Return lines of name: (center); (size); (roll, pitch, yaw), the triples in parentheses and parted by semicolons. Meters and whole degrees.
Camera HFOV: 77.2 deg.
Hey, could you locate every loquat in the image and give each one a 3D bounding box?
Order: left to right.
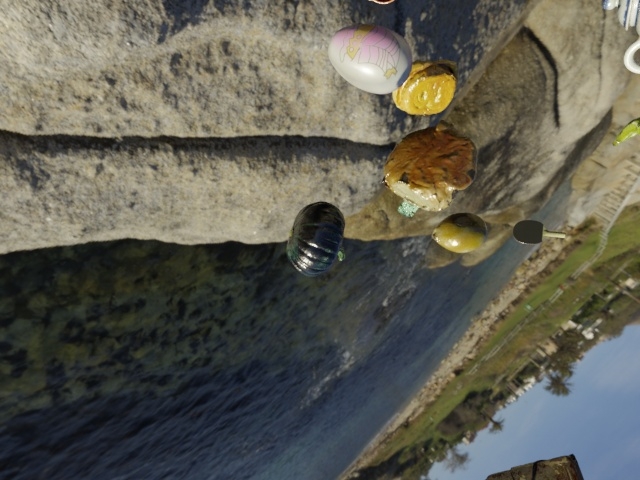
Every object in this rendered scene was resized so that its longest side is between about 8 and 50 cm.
loquat: (0.506, -0.027, 1.460); (0.195, 0.152, 0.152); (1, 147, 4)

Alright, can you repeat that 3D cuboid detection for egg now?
egg: (0.157, -0.579, 1.267); (0.196, 0.271, 0.196); (-58, -175, 7)

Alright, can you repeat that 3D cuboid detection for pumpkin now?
pumpkin: (-0.012, -0.005, 1.003); (0.150, 0.194, 0.194); (-2, 145, 0)

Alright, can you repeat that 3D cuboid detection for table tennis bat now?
table tennis bat: (0.727, -0.025, 1.338); (0.013, 0.156, 0.087); (43, 59, -58)

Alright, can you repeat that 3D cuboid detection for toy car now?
toy car: (0.473, -0.196, 2.046); (0.186, 0.093, 0.058); (-56, -177, 45)

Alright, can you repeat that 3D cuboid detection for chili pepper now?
chili pepper: (0.704, -0.247, 0.895); (0.043, 0.049, 0.208); (-16, -178, 22)

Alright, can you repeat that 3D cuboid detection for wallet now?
wallet: (0.413, 0.503, 0.782); (0.031, 0.122, 0.232); (19, 135, -17)

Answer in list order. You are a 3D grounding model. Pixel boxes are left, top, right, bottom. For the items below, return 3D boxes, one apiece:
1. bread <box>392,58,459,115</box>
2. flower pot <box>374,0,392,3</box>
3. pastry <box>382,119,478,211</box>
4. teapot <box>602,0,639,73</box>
bread: (0.381, -0.551, 1.450); (0.236, 0.120, 0.198); (-4, 146, -1)
flower pot: (0.208, -0.854, 1.250); (0.173, 0.191, 0.190); (-62, 173, -50)
pastry: (0.258, -0.174, 0.967); (0.229, 0.218, 0.100); (-6, 154, 21)
teapot: (0.954, -0.682, 1.118); (0.252, 0.280, 0.424); (-49, 135, -34)
